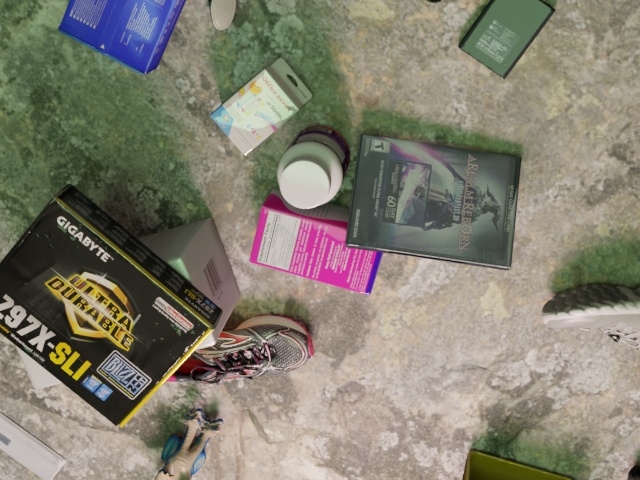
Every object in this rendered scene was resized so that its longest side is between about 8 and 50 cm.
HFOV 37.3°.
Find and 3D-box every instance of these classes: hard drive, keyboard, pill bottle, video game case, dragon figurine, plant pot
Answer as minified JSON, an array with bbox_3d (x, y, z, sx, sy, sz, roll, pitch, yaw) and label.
[{"bbox_3d":[0.300,-0.342,1.529,0.094,0.022,0.135,34,111,-4],"label":"hard drive"},{"bbox_3d":[-0.639,0.397,1.930,0.256,0.014,0.072,38,115,-6],"label":"keyboard"},{"bbox_3d":[-0.012,-0.118,1.561,0.108,0.193,0.108,3,110,7],"label":"pill bottle"},{"bbox_3d":[0.189,-0.065,1.578,0.274,0.026,0.196,8,76,1],"label":"video game case"},{"bbox_3d":[-0.278,0.442,1.854,0.085,0.144,0.289,30,130,-5],"label":"dragon figurine"},{"bbox_3d":[0.344,0.552,1.756,0.212,0.212,0.187,16,124,2],"label":"plant pot"}]

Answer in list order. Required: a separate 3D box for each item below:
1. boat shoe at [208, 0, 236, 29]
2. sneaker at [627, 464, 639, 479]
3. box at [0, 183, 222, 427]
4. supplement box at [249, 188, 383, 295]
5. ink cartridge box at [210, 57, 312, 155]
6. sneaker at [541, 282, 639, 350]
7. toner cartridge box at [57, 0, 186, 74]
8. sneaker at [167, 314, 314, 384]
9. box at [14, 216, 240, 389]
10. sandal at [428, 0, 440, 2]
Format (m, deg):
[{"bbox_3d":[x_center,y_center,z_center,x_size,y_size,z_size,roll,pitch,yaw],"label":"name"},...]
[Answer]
[{"bbox_3d":[-0.170,-0.412,1.562,0.046,0.038,0.125,-19,119,-30],"label":"boat shoe"},{"bbox_3d":[0.683,0.440,1.713,0.276,0.097,0.135,-11,110,13],"label":"sneaker"},{"bbox_3d":[-0.361,0.109,1.524,0.322,0.079,0.257,41,111,-8],"label":"box"},{"bbox_3d":[0.000,0.000,1.645,0.220,0.111,0.114,17,110,2],"label":"supplement box"},{"bbox_3d":[-0.096,-0.229,1.589,0.143,0.090,0.092,-38,100,19],"label":"ink cartridge box"},{"bbox_3d":[0.523,0.142,1.626,0.281,0.105,0.115,-2,109,8],"label":"sneaker"},{"bbox_3d":[-0.282,-0.463,1.540,0.165,0.075,0.347,28,110,-2],"label":"toner cartridge box"},{"bbox_3d":[-0.159,0.217,1.745,0.299,0.112,0.120,-8,108,10],"label":"sneaker"},{"bbox_3d":[-0.345,0.108,1.676,0.345,0.215,0.168,-15,107,13],"label":"box"},{"bbox_3d":[0.199,-0.463,1.491,0.067,0.040,0.179,22,111,0],"label":"sandal"}]
